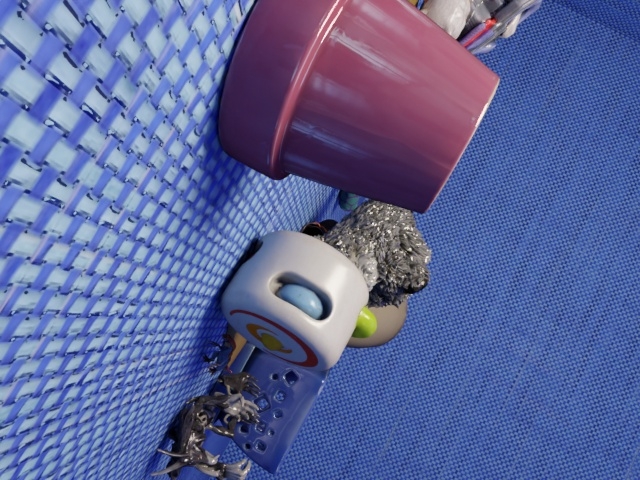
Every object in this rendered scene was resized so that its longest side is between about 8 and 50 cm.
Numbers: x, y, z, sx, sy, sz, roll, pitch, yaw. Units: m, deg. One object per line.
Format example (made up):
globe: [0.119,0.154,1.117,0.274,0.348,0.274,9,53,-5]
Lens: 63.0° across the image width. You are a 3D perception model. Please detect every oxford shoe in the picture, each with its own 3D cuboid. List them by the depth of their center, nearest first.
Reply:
oxford shoe: [0.000,0.000,1.217,0.271,0.096,0.098,-53,165,-59]

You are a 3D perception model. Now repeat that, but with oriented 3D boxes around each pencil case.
pencil case: [0.096,-0.148,1.514,0.070,0.064,0.152,-31,162,-25]

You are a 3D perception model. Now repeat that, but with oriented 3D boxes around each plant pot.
plant pot: [0.041,-0.121,0.450,0.201,0.180,0.201,-60,174,-10]
plant pot: [-0.122,0.348,1.200,0.236,0.212,0.236,-61,174,-1]
plant pot: [0.078,0.190,1.436,0.257,0.256,0.274,-62,158,12]

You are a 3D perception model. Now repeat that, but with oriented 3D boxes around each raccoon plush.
raccoon plush: [0.063,-0.048,1.112,0.216,0.299,0.447,-23,-124,33]

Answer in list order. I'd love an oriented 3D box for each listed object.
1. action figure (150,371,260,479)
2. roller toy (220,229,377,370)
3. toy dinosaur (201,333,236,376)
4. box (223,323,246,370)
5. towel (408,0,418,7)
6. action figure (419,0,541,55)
action figure: [-0.182,0.342,0.947,0.275,0.140,0.164,-33,135,-72]
roller toy: [-0.042,0.094,0.759,0.146,0.209,0.191,-59,136,-28]
toy dinosaur: [-0.151,0.174,0.815,0.082,0.047,0.090,-35,154,24]
box: [-0.140,0.150,1.025,0.164,0.021,0.201,-57,174,-38]
towel: [0.080,-0.285,0.770,0.272,0.040,0.370,-61,176,2]
action figure: [0.222,-0.393,0.950,0.341,0.179,0.330,-34,-172,31]
